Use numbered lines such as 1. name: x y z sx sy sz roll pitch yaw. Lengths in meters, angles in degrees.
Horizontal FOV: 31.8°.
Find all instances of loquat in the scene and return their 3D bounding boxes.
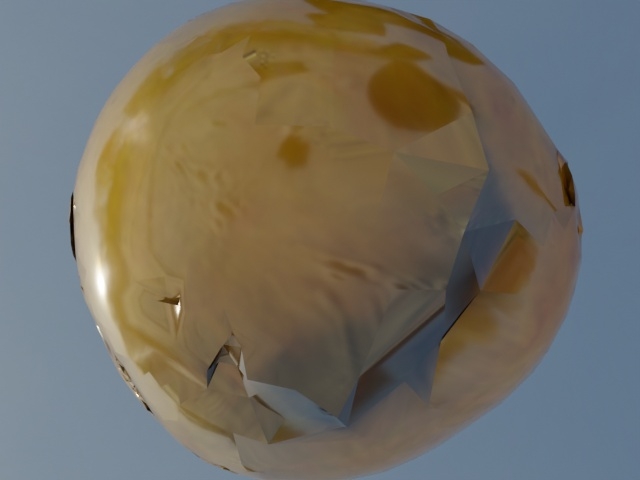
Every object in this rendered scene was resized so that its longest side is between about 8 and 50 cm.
1. loquat: 0.000 0.000 0.525 0.235 0.235 0.234 0 -91 10
